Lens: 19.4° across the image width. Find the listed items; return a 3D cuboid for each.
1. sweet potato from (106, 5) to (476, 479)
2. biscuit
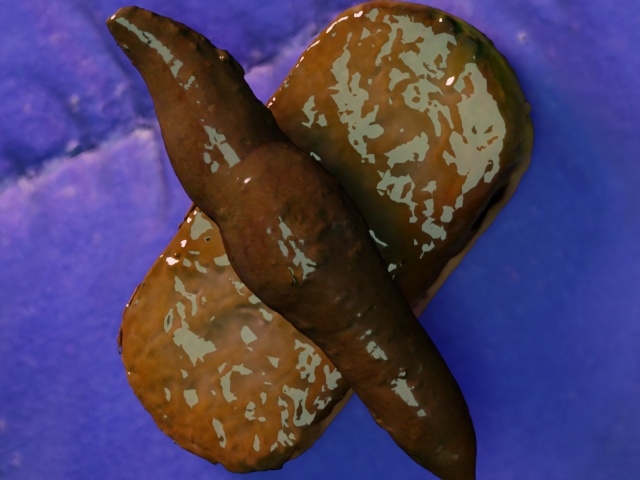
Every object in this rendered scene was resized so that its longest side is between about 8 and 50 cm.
[{"bbox_3d":[-0.006,0.008,0.838,0.067,0.067,0.274,-34,92,14],"label":"sweet potato"},{"bbox_3d":[0.000,0.000,0.881,0.118,0.029,0.247,39,105,7],"label":"biscuit"}]
